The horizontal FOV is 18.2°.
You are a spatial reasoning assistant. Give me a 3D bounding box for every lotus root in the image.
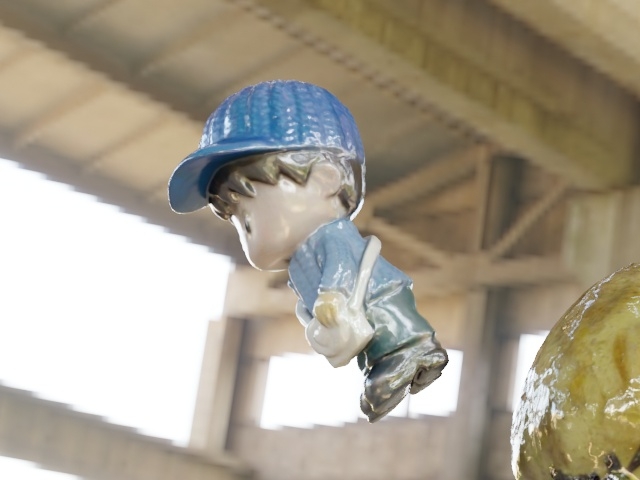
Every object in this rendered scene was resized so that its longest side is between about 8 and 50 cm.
[{"bbox_3d":[0.172,0.086,1.087,0.138,0.214,0.138,8,-44,8],"label":"lotus root"}]

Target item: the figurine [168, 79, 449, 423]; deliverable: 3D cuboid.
[{"bbox_3d":[0.000,0.000,0.839,0.087,0.149,0.086,-35,-13,-9],"label":"figurine"}]
